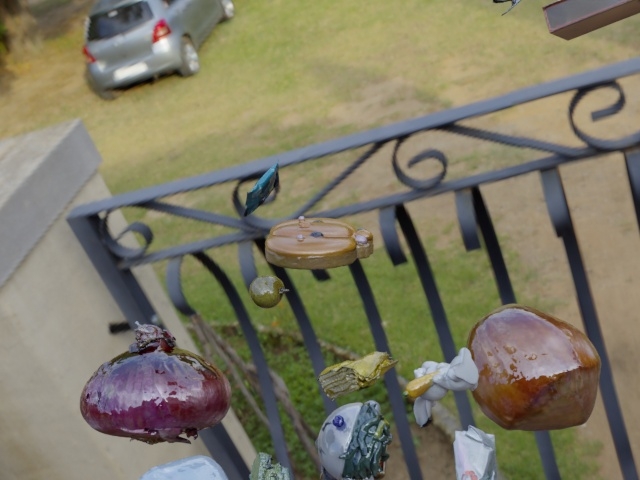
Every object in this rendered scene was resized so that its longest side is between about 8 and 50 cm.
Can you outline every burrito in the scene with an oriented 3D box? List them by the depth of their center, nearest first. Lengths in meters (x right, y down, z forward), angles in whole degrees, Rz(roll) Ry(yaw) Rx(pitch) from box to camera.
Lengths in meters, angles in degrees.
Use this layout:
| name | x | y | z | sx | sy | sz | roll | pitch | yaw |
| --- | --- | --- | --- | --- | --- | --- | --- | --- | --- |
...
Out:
| name | x | y | z | sx | sy | sz | roll | pitch | yaw |
| --- | --- | --- | --- | --- | --- | --- | --- | --- | --- |
| burrito | 0.238 | 0.383 | 1.277 | 0.064 | 0.064 | 0.203 | -10 | 69 | 23 |

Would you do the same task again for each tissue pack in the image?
| name | x | y | z | sx | sy | sz | roll | pitch | yaw |
| --- | --- | --- | --- | --- | --- | --- | --- | --- | --- |
| tissue pack | -0.128 | -0.115 | 1.929 | 0.028 | 0.085 | 0.138 | 26 | 50 | 12 |

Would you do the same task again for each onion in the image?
| name | x | y | z | sx | sy | sz | roll | pitch | yaw |
| --- | --- | --- | --- | --- | --- | --- | --- | --- | --- |
| onion | -0.382 | 0.328 | 1.979 | 0.348 | 0.285 | 0.347 | -4 | -3 | 0 |

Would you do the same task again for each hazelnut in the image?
| name | x | y | z | sx | sy | sz | roll | pitch | yaw |
| --- | --- | --- | --- | --- | --- | --- | --- | --- | --- |
| hazelnut | 0.547 | 0.327 | 2.192 | 0.315 | 0.372 | 0.372 | -45 | 21 | 25 |

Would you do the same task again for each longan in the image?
| name | x | y | z | sx | sy | sz | roll | pitch | yaw |
| --- | --- | --- | --- | --- | --- | --- | --- | --- | --- |
| longan | -0.103 | 0.104 | 1.733 | 0.083 | 0.075 | 0.075 | -3 | 35 | 24 |

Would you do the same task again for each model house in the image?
| name | x | y | z | sx | sy | sz | roll | pitch | yaw |
| --- | --- | --- | --- | --- | --- | --- | --- | --- | --- |
| model house | -0.097 | 0.481 | 1.737 | 0.066 | 0.083 | 0.078 | 127 | 155 | -52 |

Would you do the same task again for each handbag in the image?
| name | x | y | z | sx | sy | sz | roll | pitch | yaw |
| --- | --- | --- | --- | --- | --- | --- | --- | --- | --- |
| handbag | 0.461 | -0.376 | 1.344 | 0.190 | 0.062 | 0.127 | -18 | -3 | 29 |

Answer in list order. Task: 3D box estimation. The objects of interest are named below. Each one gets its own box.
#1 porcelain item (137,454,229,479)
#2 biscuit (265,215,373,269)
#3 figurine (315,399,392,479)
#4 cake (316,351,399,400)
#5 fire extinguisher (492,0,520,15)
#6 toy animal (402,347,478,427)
| name | x | y | z | sx | sy | sz | roll | pitch | yaw |
| --- | --- | --- | --- | --- | --- | --- | --- | --- | --- |
| porcelain item | -0.034 | 0.360 | 0.727 | 0.178 | 0.242 | 0.405 | -27 | 35 | -32 |
| biscuit | 0.000 | -0.004 | 1.273 | 0.170 | 0.050 | 0.170 | -1 | 18 | 0 |
| figurine | 0.080 | 0.523 | 2.086 | 0.186 | 0.382 | 0.261 | 4 | 59 | -4 |
| cake | 0.078 | 0.274 | 1.811 | 0.116 | 0.079 | 0.185 | -35 | -4 | -31 |
| fire extinguisher | 0.219 | -0.365 | 1.073 | 0.064 | 0.158 | 0.043 | -26 | -1 | -10 |
| toy animal | 0.236 | 0.310 | 1.750 | 0.182 | 0.127 | 0.131 | -34 | 12 | 36 |
